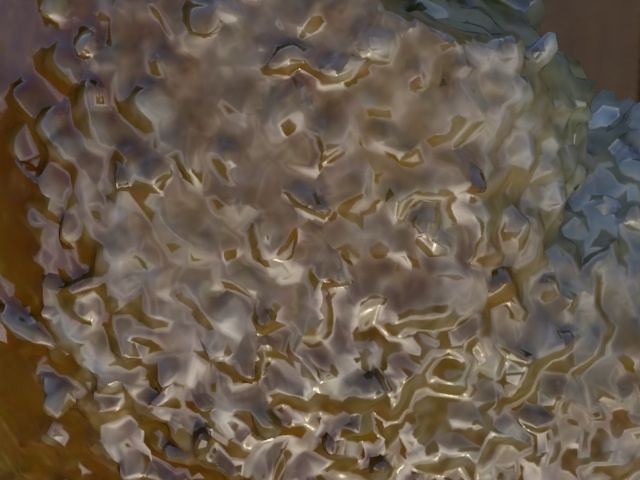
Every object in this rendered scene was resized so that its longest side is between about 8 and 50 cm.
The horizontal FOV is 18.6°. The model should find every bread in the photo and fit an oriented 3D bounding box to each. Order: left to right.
[{"bbox_3d":[-0.005,0.000,0.464,0.192,0.171,0.314,-38,116,-8],"label":"bread"}]
